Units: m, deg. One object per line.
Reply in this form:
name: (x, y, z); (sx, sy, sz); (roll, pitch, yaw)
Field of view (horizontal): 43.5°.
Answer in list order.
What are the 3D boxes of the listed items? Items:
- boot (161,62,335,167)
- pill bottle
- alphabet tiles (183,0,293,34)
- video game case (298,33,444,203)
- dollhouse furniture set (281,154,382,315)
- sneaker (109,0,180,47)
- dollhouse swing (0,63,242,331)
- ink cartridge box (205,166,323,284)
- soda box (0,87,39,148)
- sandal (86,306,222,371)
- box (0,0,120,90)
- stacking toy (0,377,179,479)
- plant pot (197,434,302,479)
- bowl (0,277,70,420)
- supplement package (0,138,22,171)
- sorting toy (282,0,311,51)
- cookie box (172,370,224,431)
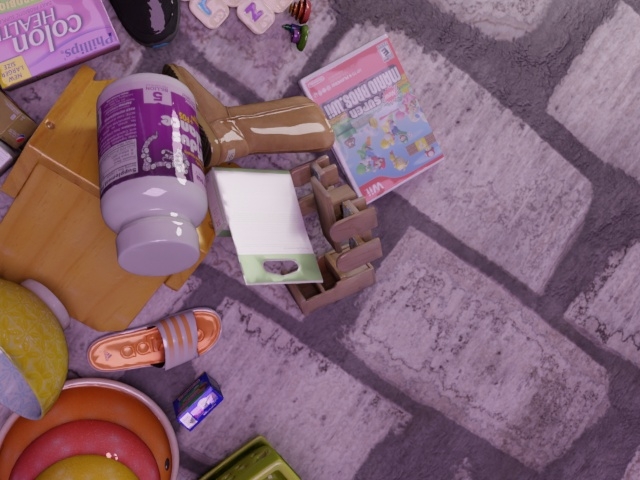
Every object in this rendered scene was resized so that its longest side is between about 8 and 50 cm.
boot: (-0.138, -0.241, 1.504); (0.269, 0.089, 0.236); (-15, 68, -36)
pill bottle: (-0.269, -0.103, 1.288); (0.169, 0.169, 0.301); (-4, 64, -15)
alphabet tiles: (-0.158, -0.541, 1.505); (0.278, 0.021, 0.284); (43, 86, -17)
video game case: (0.106, -0.241, 1.620); (0.204, 0.025, 0.285); (-30, 105, -9)
dollhouse furniture set: (0.000, 0.000, 1.536); (0.161, 0.212, 0.242); (-23, 131, -12)
sneaker: (-0.337, -0.504, 1.392); (0.125, 0.139, 0.341); (-15, 101, 1)
dollhouse swing: (-0.394, -0.060, 1.496); (0.347, 0.305, 0.315); (32, 48, -17)
ink cartridge box: (-0.105, -0.019, 1.442); (0.171, 0.056, 0.235); (0, 64, -37)
soda box: (-0.569, -0.240, 1.374); (0.181, 0.061, 0.058); (41, 86, 16)
sandal: (-0.314, 0.208, 1.549); (0.265, 0.076, 0.102); (-15, 102, -12)
box: (-0.495, -0.410, 1.384); (0.213, 0.117, 0.243); (-24, 104, -10)
stacking toy: (-0.399, 0.463, 1.355); (0.350, 0.480, 0.350); (-2, 100, -14)
plant pot: (-0.126, 0.535, 1.582); (0.227, 0.207, 0.228); (-37, 105, -8)
bowl: (-0.537, 0.159, 1.409); (0.289, 0.289, 0.156); (54, 54, -16)
supplement package: (-0.635, -0.123, 1.350); (0.203, 0.194, 0.149); (-46, 106, -4)
sorting toy: (-0.047, -0.412, 1.534); (0.042, 0.061, 0.102); (9, 81, -16)
cookie box: (-0.240, 0.312, 1.569); (0.092, 0.107, 0.040); (-44, 105, -6)
